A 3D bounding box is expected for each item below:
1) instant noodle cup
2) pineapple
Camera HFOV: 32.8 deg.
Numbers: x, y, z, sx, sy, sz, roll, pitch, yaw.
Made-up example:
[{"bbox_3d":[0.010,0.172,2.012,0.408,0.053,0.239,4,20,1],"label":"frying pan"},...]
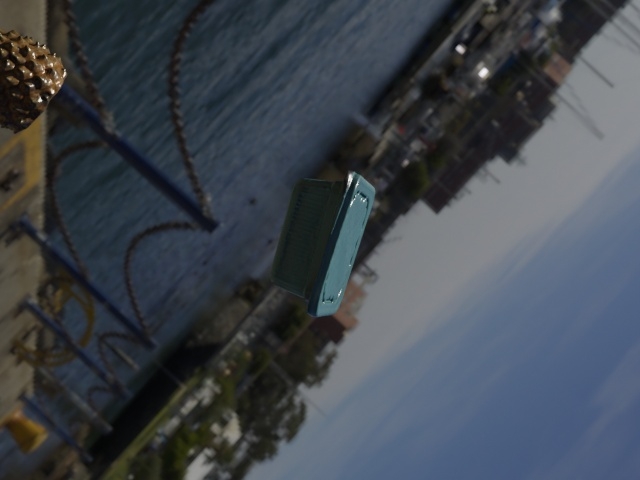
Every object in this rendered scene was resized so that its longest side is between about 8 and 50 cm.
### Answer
[{"bbox_3d":[0.000,0.000,1.177,0.179,0.070,0.157,18,88,-82],"label":"instant noodle cup"},{"bbox_3d":[-0.430,-0.235,1.232,0.130,0.277,0.119,-9,-130,53],"label":"pineapple"}]
